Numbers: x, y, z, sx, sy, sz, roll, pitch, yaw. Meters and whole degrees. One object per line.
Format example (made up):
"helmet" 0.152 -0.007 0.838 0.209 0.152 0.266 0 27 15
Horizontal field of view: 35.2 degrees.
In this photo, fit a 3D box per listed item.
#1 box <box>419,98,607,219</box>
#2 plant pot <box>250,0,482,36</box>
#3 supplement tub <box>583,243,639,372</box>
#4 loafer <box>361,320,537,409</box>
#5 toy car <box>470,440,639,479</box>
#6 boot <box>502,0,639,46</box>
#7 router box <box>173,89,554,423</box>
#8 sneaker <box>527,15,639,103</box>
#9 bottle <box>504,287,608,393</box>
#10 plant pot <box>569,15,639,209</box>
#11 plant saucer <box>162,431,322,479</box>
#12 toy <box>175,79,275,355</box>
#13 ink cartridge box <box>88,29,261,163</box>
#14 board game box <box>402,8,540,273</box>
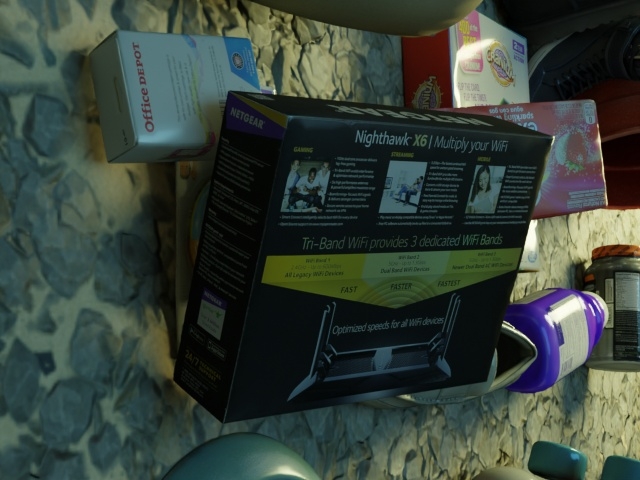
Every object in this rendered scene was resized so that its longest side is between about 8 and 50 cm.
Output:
"box" 0.160 -0.074 1.058 0.257 0.128 0.122 -7 90 -31
"plant pot" -0.018 -0.292 0.836 0.274 0.256 0.256 -13 96 -39
"supplement tub" 0.476 0.108 1.600 0.117 0.117 0.190 26 64 -52
"loafer" 0.133 0.121 1.083 0.319 0.111 0.112 0 85 -57
"toy car" 0.252 0.333 1.175 0.238 0.210 0.219 30 72 -37
"boot" 0.341 -0.498 1.287 0.445 0.367 0.146 57 20 -35
"router box" 0.044 0.011 0.846 0.309 0.081 0.242 0 110 -41
"sneaker" 0.389 -0.234 1.413 0.226 0.163 0.086 -48 136 -4
"bottle" 0.320 0.124 1.384 0.283 0.092 0.118 -14 97 -56
"plant pot" 0.486 -0.222 1.560 0.272 0.272 0.265 32 51 -50
"plant saucer" -0.053 0.321 0.838 0.318 0.044 0.317 13 74 -56
"toy" -0.063 -0.025 0.861 0.137 0.056 0.237 1 84 -55
"ink cartridge box" -0.108 -0.109 0.774 0.122 0.052 0.088 -5 81 -41
"board game box" 0.190 -0.120 1.250 0.242 0.064 0.316 8 79 -56
